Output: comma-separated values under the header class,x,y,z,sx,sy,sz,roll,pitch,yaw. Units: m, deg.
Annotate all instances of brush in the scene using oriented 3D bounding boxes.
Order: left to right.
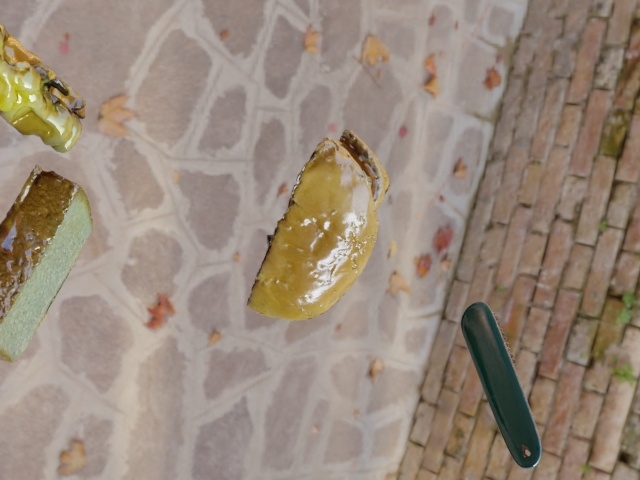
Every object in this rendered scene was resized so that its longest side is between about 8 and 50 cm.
class,x,y,z,sx,sy,sz,roll,pitch,yaw
brush,0.189,0.145,0.866,0.032,0.193,0.043,23,127,-37

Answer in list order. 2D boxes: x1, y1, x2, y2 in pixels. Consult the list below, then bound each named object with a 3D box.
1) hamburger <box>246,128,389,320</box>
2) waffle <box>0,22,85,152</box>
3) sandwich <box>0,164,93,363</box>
class,x,y,z,sx,sy,sz,roll,pitch,yaw
hamburger,0.000,0.000,1.085,0.262,0.131,0.124,-62,166,27
waffle,-0.455,-0.278,1.032,0.095,0.379,0.382,-44,142,-6
sandwich,-0.351,0.034,1.007,0.186,0.065,0.215,117,-2,-70
